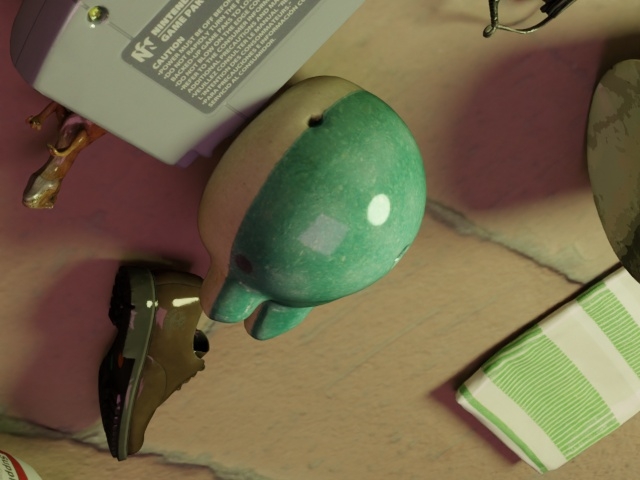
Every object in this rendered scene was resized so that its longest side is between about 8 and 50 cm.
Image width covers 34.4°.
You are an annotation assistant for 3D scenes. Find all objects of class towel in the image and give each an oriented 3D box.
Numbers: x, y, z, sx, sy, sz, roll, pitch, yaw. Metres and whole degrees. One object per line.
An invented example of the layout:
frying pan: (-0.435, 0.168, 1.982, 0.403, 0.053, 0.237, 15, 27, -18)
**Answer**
towel: (0.332, 0.134, 1.167, 0.325, 0.038, 0.248, -36, 133, 13)

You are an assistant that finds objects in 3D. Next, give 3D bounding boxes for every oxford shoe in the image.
oxford shoe: (-0.149, 0.121, 0.941, 0.096, 0.082, 0.227, 0, 133, -26)

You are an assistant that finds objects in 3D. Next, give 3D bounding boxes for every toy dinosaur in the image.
toy dinosaur: (-0.146, -0.111, 0.755, 0.211, 0.064, 0.112, -37, 147, -3)

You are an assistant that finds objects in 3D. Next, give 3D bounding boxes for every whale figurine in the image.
whale figurine: (0.000, 0.000, 0.815, 0.216, 0.141, 0.272, -46, 162, -29)

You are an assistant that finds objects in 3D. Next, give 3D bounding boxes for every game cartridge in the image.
game cartridge: (-0.048, -0.185, 0.650, 0.294, 0.060, 0.196, -44, 152, 9)

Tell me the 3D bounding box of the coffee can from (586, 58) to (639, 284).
coffee can: (0.397, -0.078, 0.878, 0.275, 0.201, 0.201, -12, 134, -10)

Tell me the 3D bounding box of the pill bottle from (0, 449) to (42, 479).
pill bottle: (-0.381, 0.263, 0.881, 0.229, 0.229, 0.408, -38, 133, 16)

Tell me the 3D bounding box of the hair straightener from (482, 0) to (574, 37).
hair straightener: (0.225, -0.214, 0.789, 0.230, 0.047, 0.089, -34, 135, 4)
